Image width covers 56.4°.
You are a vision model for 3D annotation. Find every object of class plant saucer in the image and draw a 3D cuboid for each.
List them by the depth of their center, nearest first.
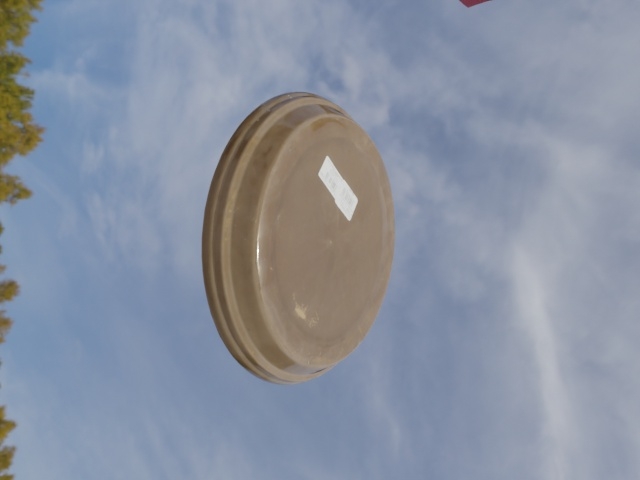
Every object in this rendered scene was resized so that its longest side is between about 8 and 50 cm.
[{"bbox_3d":[0.000,0.000,0.565,0.041,0.278,0.278,4,-83,35],"label":"plant saucer"}]

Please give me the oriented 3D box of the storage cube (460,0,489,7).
[{"bbox_3d":[0.291,-0.551,1.038,0.215,0.193,0.183,-59,-156,-1],"label":"storage cube"}]
